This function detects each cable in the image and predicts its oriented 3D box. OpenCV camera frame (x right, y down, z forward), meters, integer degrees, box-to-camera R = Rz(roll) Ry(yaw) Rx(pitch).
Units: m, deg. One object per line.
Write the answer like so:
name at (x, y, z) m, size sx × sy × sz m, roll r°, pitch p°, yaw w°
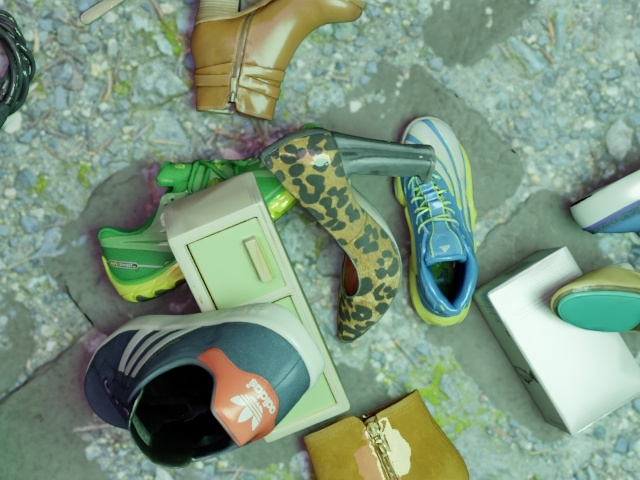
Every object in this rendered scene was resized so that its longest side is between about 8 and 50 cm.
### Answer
cable at (-0.410, -0.185, 1.160) m, size 0.150 × 0.047 × 0.184 m, roll 34°, pitch 91°, yaw 4°

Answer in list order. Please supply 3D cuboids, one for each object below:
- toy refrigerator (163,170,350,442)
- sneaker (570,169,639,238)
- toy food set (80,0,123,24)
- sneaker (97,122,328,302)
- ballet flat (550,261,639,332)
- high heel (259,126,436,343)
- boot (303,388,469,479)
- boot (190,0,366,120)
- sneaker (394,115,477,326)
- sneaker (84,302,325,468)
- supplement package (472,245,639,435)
toy refrigerator at (-0.064, 0.075, 1.079) m, size 0.102 × 0.094 × 0.269 m, roll -22°, pitch 117°, yaw -1°
sneaker at (0.464, 0.008, 1.145) m, size 0.323 × 0.130 × 0.236 m, roll -19°, pitch 85°, yaw -9°
toy food set at (-0.280, -0.354, 1.170) m, size 0.132 × 0.038 × 0.192 m, roll -38°, pitch 90°, yaw -3°
sneaker at (-0.117, -0.048, 1.132) m, size 0.295 × 0.109 × 0.123 m, roll -34°, pitch 94°, yaw -3°
ballet flat at (0.339, 0.061, 1.085) m, size 0.232 × 0.080 × 0.073 m, roll 11°, pitch 46°, yaw -18°
high heel at (0.000, 0.000, 1.099) m, size 0.186 × 0.093 × 0.261 m, roll 4°, pitch 120°, yaw -23°
boot at (0.029, 0.313, 1.140) m, size 0.295 × 0.104 × 0.211 m, roll -31°, pitch 84°, yaw -8°
boot at (-0.049, -0.211, 1.163) m, size 0.197 × 0.073 × 0.152 m, roll 3°, pitch 87°, yaw 10°
sneaker at (0.139, -0.024, 1.134) m, size 0.091 × 0.126 × 0.240 m, roll -8°, pitch 89°, yaw -4°
sneaker at (-0.158, 0.157, 1.014) m, size 0.131 × 0.350 × 0.148 m, roll 53°, pitch 48°, yaw -14°
supplement package at (0.263, 0.109, 1.147) m, size 0.105 × 0.105 × 0.179 m, roll -31°, pitch 89°, yaw -4°
